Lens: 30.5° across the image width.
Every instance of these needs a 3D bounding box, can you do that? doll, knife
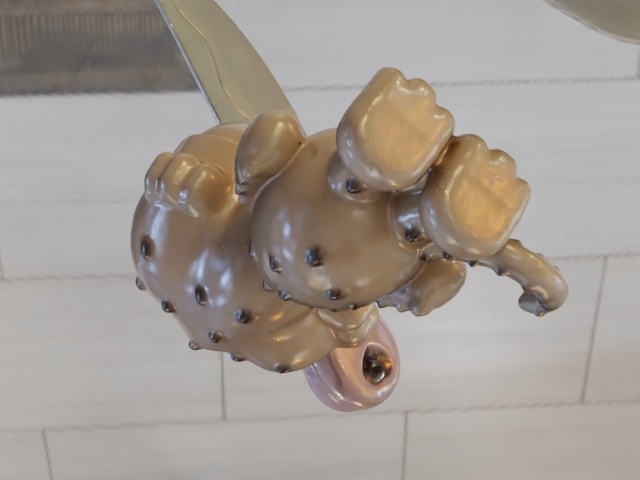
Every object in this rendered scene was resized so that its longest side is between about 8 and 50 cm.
[{"bbox_3d":[-0.001,-0.002,0.586,0.154,0.119,0.278,43,155,-19],"label":"doll"},{"bbox_3d":[-0.026,-0.043,0.790,0.043,0.081,0.336,-17,97,47],"label":"knife"}]

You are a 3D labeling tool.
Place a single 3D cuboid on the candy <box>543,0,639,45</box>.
[{"bbox_3d":[0.193,-0.224,0.582,0.295,0.185,0.295,6,125,9],"label":"candy"}]
